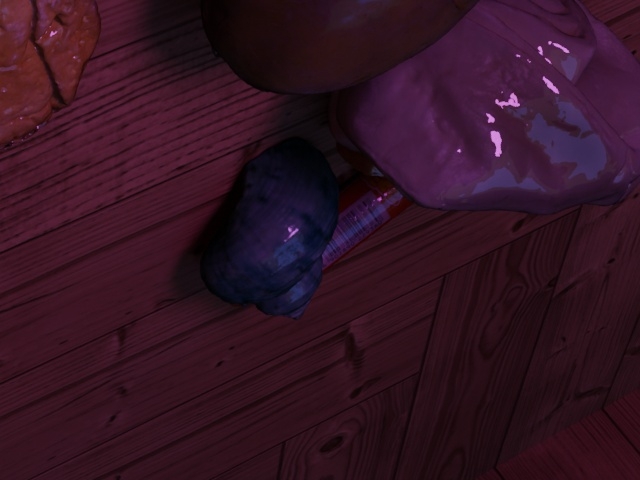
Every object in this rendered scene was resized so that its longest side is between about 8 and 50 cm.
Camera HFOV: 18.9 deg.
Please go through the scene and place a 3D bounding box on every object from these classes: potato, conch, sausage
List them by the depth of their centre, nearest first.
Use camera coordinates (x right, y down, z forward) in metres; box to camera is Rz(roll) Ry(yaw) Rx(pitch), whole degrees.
[{"bbox_3d":[0.032,-0.277,1.842,0.326,0.221,0.243,-31,161,-7],"label":"potato"},{"bbox_3d":[-0.050,0.007,2.261,0.196,0.134,0.202,-26,149,-19],"label":"conch"},{"bbox_3d":[0.000,0.000,2.379,0.274,0.074,0.074,-39,152,-1],"label":"sausage"}]

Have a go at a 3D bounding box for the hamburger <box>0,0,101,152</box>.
[{"bbox_3d":[-0.327,-0.172,1.663,0.283,0.145,0.259,-16,141,-29],"label":"hamburger"}]

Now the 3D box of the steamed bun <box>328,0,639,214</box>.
[{"bbox_3d":[0.186,-0.182,2.098,0.367,0.342,0.255,-6,114,-37],"label":"steamed bun"}]

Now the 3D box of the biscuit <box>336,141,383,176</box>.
[{"bbox_3d":[0.093,-0.108,2.253,0.220,0.142,0.029,-31,138,-61],"label":"biscuit"}]
